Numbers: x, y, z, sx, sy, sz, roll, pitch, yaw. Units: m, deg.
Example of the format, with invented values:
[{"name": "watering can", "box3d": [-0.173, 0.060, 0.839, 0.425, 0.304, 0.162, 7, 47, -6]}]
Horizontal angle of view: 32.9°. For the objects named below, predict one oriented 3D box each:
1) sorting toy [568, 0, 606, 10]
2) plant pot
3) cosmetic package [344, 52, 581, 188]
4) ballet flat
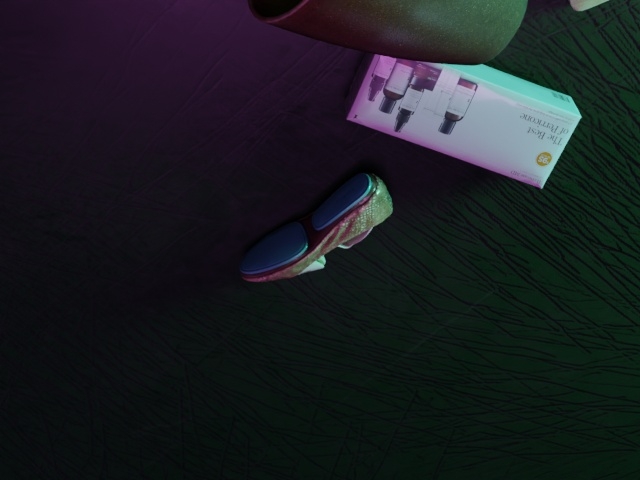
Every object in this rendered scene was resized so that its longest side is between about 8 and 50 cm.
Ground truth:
[{"name": "sorting toy", "box3d": [0.332, -0.372, 1.038, 0.257, 0.089, 0.255, -22, 119, 11]}, {"name": "plant pot", "box3d": [0.082, -0.263, 1.051, 0.230, 0.215, 0.215, 22, 119, -30]}, {"name": "cosmetic package", "box3d": [0.155, -0.144, 1.189, 0.239, 0.060, 0.099, 18, 120, -11]}, {"name": "ballet flat", "box3d": [0.000, 0.000, 1.271, 0.206, 0.073, 0.067, -32, 131, 21]}]
